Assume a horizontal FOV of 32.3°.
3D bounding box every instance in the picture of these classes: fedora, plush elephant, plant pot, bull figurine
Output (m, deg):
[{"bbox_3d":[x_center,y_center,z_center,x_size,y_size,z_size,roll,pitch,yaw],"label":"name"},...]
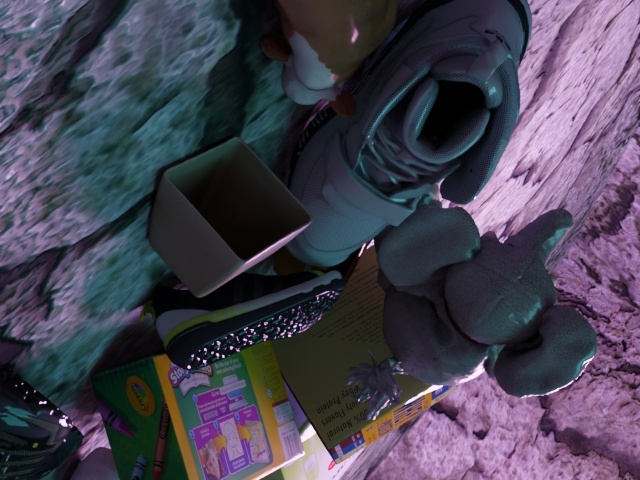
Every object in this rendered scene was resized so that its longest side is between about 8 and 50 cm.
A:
[{"bbox_3d":[0.000,0.000,1.316,0.194,0.079,0.194,-56,163,-27],"label":"fedora"},{"bbox_3d":[0.187,0.054,1.274,0.255,0.272,0.330,-35,-170,50],"label":"plush elephant"},{"bbox_3d":[-0.094,-0.012,1.019,0.109,0.109,0.096,-33,168,-47],"label":"plant pot"},{"bbox_3d":[0.020,-0.220,0.882,0.188,0.101,0.310,-54,166,-6],"label":"bull figurine"}]

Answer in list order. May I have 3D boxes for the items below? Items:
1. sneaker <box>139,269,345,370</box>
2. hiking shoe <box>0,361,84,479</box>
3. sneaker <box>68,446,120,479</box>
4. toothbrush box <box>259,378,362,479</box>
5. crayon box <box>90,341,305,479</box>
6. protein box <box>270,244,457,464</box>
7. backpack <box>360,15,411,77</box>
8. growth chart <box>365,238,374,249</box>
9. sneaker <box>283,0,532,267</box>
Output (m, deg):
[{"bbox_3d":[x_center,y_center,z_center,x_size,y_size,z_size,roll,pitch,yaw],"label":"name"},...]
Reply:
[{"bbox_3d":[-0.077,0.055,1.164,0.235,0.097,0.084,-16,151,-38],"label":"sneaker"},{"bbox_3d":[-0.275,0.182,0.958,0.114,0.086,0.227,-50,165,-16],"label":"hiking shoe"},{"bbox_3d":[-0.297,0.368,1.255,0.169,0.108,0.292,-39,161,-46],"label":"sneaker"},{"bbox_3d":[-0.028,0.280,1.681,0.206,0.122,0.283,-48,155,-24],"label":"toothbrush box"},{"bbox_3d":[-0.126,0.197,1.229,0.081,0.165,0.278,-19,175,22],"label":"crayon box"},{"bbox_3d":[0.048,0.152,1.468,0.200,0.201,0.136,-31,160,-6],"label":"protein box"},{"bbox_3d":[0.122,-0.180,1.212,0.173,0.117,0.158,-36,156,-37],"label":"backpack"},{"bbox_3d":[0.098,0.011,1.716,0.237,0.021,0.172,-55,164,12],"label":"growth chart"},{"bbox_3d":[0.065,-0.084,1.065,0.366,0.137,0.210,-51,-169,27],"label":"sneaker"}]
